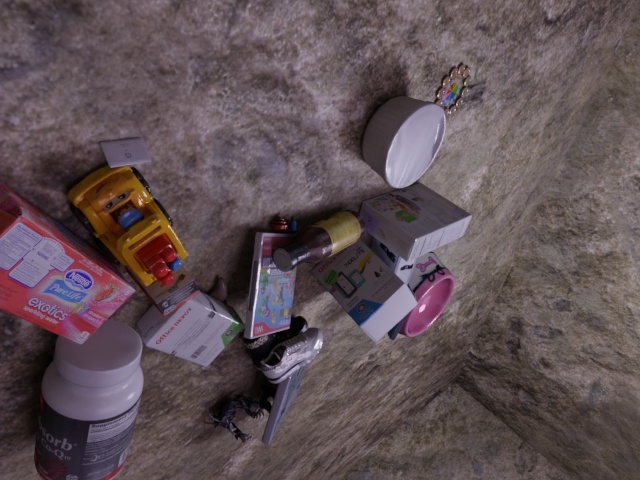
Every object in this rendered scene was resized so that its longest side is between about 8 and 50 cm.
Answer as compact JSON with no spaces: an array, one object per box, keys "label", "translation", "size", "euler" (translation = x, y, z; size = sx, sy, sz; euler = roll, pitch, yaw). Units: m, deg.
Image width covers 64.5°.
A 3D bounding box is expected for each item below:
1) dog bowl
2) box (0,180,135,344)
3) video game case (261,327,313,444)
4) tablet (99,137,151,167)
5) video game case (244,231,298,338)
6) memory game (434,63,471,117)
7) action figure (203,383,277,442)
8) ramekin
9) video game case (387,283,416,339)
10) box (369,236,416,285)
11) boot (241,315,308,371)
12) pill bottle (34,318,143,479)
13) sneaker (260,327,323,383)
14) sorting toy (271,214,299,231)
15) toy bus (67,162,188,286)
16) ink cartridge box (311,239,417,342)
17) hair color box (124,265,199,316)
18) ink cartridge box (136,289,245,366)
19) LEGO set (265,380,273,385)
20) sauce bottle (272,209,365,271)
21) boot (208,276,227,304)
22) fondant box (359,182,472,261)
[{"label":"dog bowl","translation":[0.443,0.258,2.279],"size":[0.407,0.150,0.408],"euler":[-31,142,-28]},{"label":"box","translation":[-0.506,0.047,0.919],"size":[0.154,0.142,0.300],"euler":[-46,147,-9]},{"label":"video game case","translation":[-0.107,0.522,1.837],"size":[0.300,0.036,0.329],"euler":[-50,159,-61]},{"label":"tablet","translation":[-0.370,-0.169,0.967],"size":[0.083,0.054,0.006],"euler":[-19,170,-40]},{"label":"video game case","translation":[-0.131,0.120,1.426],"size":[0.204,0.025,0.286],"euler":[1,97,-62]},{"label":"memory game","translation":[0.439,-0.493,1.680],"size":[0.186,0.012,0.186],"euler":[-32,142,-28]},{"label":"action figure","translation":[-0.260,0.601,1.758],"size":[0.275,0.141,0.164],"euler":[-11,136,-49]},{"label":"ramekin","translation":[0.241,-0.302,1.515],"size":[0.272,0.127,0.273],"euler":[-31,141,-29]},{"label":"video game case","translation":[0.287,0.229,1.985],"size":[0.026,0.274,0.196],"euler":[17,113,-14]},{"label":"box","translation":[0.253,0.074,1.840],"size":[0.087,0.169,0.290],"euler":[-10,129,-27]},{"label":"boot","translation":[-0.146,0.306,1.665],"size":[0.236,0.085,0.179],"euler":[-41,143,-19]},{"label":"pill bottle","translation":[-0.520,0.369,1.150],"size":[0.210,0.210,0.363],"euler":[-10,128,-46]},{"label":"sneaker","translation":[-0.088,0.356,1.637],"size":[0.235,0.090,0.095],"euler":[-40,129,-23]},{"label":"sorting toy","translation":[-0.095,-0.048,1.425],"size":[0.102,0.061,0.042],"euler":[8,81,-61]},{"label":"toy bus","translation":[-0.354,-0.013,0.987],"size":[0.149,0.211,0.220],"euler":[-38,143,-18]},{"label":"ink cartridge box","translation":[0.145,0.157,1.691],"size":[0.198,0.270,0.197],"euler":[-43,146,-2]},{"label":"hair color box","translation":[-0.353,0.078,1.113],"size":[0.093,0.167,0.053],"euler":[-34,143,-24]},{"label":"ink cartridge box","translation":[-0.331,0.216,1.304],"size":[0.160,0.092,0.219],"euler":[-46,138,3]},{"label":"LEGO set","translation":[-0.175,0.515,1.882],"size":[0.054,0.023,0.083],"euler":[-47,147,-8]},{"label":"sauce bottle","translation":[0.000,0.000,1.483],"size":[0.344,0.111,0.112],"euler":[-26,140,-49]},{"label":"boot","translation":[-0.298,0.161,1.379],"size":[0.086,0.042,0.119],"euler":[-23,133,-29]},{"label":"fondant box","translation":[0.321,-0.073,1.730],"size":[0.330,0.238,0.096],"euler":[-19,136,-40]}]
